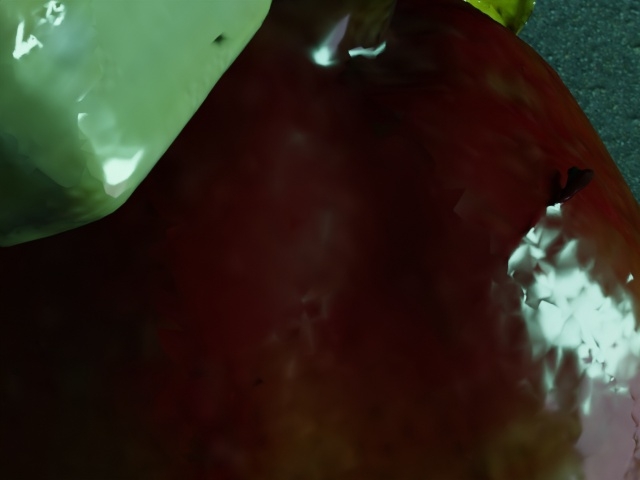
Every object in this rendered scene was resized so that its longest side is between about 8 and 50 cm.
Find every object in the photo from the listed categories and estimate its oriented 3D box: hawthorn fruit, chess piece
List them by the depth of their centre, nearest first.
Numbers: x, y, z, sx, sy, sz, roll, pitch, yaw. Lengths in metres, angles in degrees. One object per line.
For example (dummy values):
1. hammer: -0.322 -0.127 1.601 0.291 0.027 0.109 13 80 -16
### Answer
1. chess piece: -0.034 -0.127 0.435 0.137 0.137 0.301 105 8 -45
2. hawthorn fruit: -0.016 0.057 0.602 0.311 0.295 0.295 53 49 -43

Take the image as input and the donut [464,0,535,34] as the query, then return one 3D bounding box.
1. donut: 0.000 0.000 1.194 0.435 0.163 0.377 -66 176 -54
